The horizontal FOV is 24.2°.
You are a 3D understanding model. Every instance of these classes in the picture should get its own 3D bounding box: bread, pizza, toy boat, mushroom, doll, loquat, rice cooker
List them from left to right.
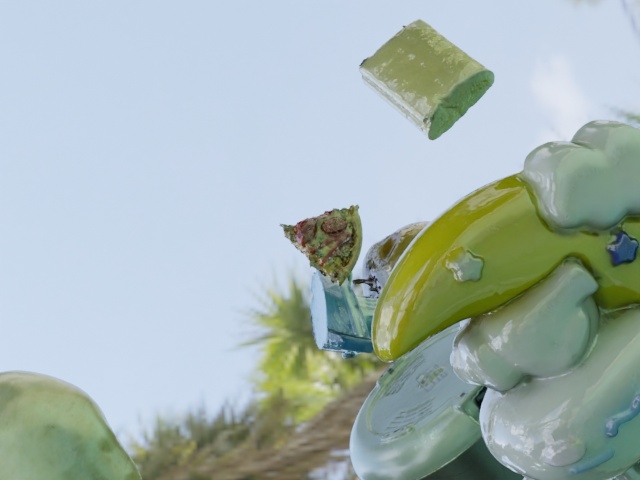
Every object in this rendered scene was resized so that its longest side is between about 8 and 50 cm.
[{"bbox_3d":[-0.292,0.256,1.519,0.260,0.254,0.234,-63,1,15],"label":"mushroom"},{"bbox_3d":[0.013,0.007,1.771,0.029,0.100,0.099,98,154,-64],"label":"pizza"},{"bbox_3d":[0.046,0.094,1.977,0.215,0.102,0.088,-105,20,-67],"label":"toy boat"},{"bbox_3d":[0.159,0.071,2.325,0.213,0.213,0.213,21,-116,-53],"label":"loquat"},{"bbox_3d":[0.154,-0.245,2.221,0.139,0.178,0.060,-45,-40,-3],"label":"bread"},{"bbox_3d":[0.207,0.246,1.716,0.277,0.288,0.288,47,-138,-15],"label":"rice cooker"},{"bbox_3d":[0.152,0.066,0.841,0.252,0.111,0.237,-40,-71,-12],"label":"doll"}]
